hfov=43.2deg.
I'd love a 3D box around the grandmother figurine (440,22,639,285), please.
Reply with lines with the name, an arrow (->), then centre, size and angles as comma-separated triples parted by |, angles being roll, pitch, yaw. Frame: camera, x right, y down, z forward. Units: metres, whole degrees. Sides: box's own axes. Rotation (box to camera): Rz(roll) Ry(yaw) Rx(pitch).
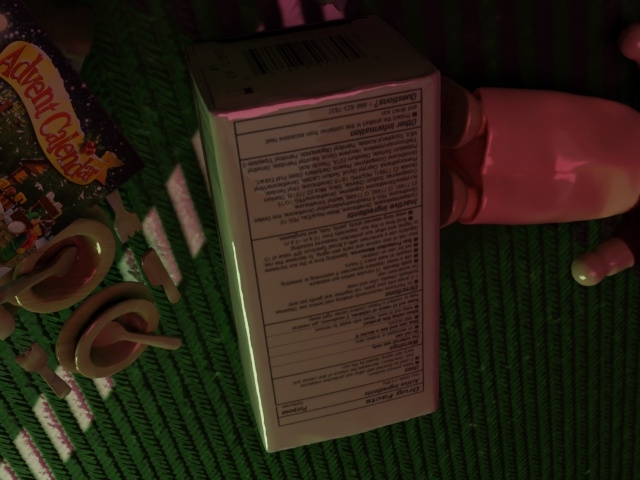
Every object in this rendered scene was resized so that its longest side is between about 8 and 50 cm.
grandmother figurine -> 0.246, -0.069, 0.660 | 0.342, 0.104, 0.208 | 3, 113, -21

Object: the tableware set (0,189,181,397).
tableware set -> -0.163, 0.046, 0.577 | 0.128, 0.039, 0.194 | -42, 151, -18

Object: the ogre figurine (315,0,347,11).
ogre figurine -> -0.027, -0.215, 0.488 | 0.197, 0.097, 0.118 | 5, 106, -43

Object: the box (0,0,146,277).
box -> -0.211, -0.070, 0.401 | 0.159, 0.044, 0.233 | -39, 142, -7

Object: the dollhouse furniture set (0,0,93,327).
dollhouse furniture set -> -0.270, -0.052, 0.476 | 0.242, 0.161, 0.212 | 14, 117, -24

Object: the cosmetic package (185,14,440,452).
cosmetic package -> 0.000, 0.000, 0.611 | 0.153, 0.129, 0.296 | -11, 124, -11
